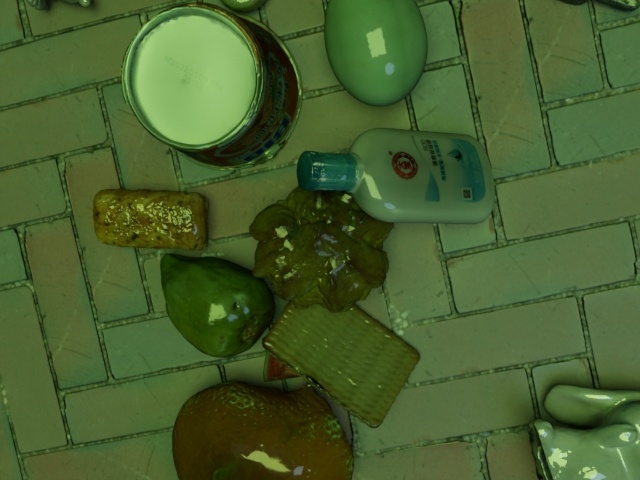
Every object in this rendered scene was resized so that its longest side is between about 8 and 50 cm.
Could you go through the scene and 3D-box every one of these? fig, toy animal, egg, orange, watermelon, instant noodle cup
[{"bbox_3d":[-0.198,0.107,1.231,0.233,0.167,0.167,28,97,-3],"label":"fig"},{"bbox_3d":[0.490,0.375,1.172,0.289,0.174,0.249,3,83,8],"label":"toy animal"},{"bbox_3d":[0.090,-0.338,1.160,0.168,0.168,0.231,-12,87,7],"label":"egg"},{"bbox_3d":[-0.111,0.400,1.239,0.334,0.196,0.263,14,118,0],"label":"orange"},{"bbox_3d":[-0.056,0.223,1.258,0.125,0.094,0.135,45,109,-5],"label":"watermelon"},{"bbox_3d":[-0.188,-0.262,1.174,0.296,0.214,0.297,1,95,7],"label":"instant noodle cup"}]

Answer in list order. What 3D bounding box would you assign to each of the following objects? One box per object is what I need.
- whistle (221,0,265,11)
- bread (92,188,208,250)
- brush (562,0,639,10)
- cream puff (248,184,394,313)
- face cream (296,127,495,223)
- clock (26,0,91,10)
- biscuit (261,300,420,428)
[{"bbox_3d":[-0.107,-0.491,1.225,0.104,0.057,0.198,44,98,7],"label":"whistle"},{"bbox_3d":[-0.308,-0.038,1.273,0.210,0.083,0.114,1,99,8],"label":"bread"},{"bbox_3d":[0.385,-0.456,1.175,0.323,0.051,0.070,21,94,4],"label":"brush"},{"bbox_3d":[0.004,0.004,1.192,0.244,0.196,0.244,1,88,-27],"label":"cream puff"},{"bbox_3d":[0.125,-0.107,1.135,0.336,0.080,0.163,1,71,-25],"label":"face cream"},{"bbox_3d":[-0.466,-0.507,1.253,0.117,0.080,0.176,0,95,7],"label":"clock"},{"bbox_3d":[0.036,0.195,1.236,0.254,0.029,0.172,37,62,2],"label":"biscuit"}]
